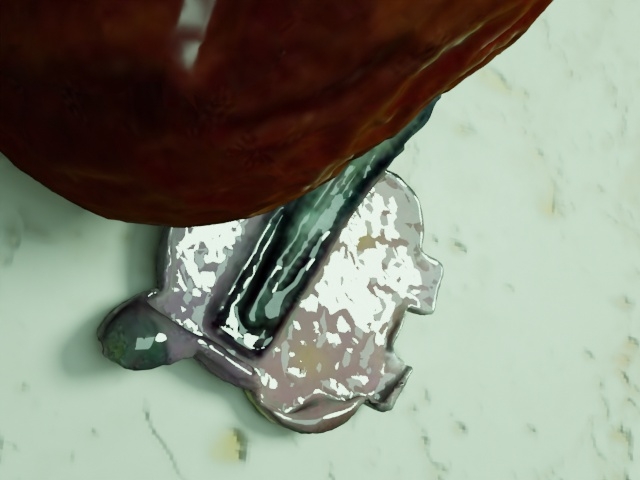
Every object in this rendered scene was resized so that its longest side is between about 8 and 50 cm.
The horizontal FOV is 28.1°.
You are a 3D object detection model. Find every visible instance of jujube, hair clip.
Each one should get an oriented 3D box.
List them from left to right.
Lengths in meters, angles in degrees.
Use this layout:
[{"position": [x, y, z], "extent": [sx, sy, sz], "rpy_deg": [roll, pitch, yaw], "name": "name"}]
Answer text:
[{"position": [-0.023, -0.110, 0.488], "extent": [0.190, 0.255, 0.190], "rpy_deg": [47, 31, -40], "name": "jujube"}, {"position": [-0.003, 0.000, 0.596], "extent": [0.146, 0.056, 0.187], "rpy_deg": [31, 79, -21], "name": "hair clip"}]
